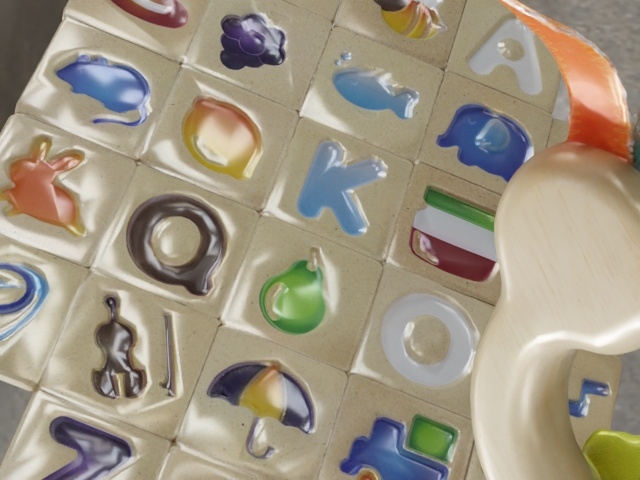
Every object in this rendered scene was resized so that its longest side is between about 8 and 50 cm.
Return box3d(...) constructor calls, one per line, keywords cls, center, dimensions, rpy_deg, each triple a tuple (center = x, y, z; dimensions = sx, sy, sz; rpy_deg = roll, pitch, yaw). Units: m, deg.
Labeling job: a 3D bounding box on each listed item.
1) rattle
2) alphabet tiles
box3d(cls="rattle", center=(0.117, 0.009, 0.416), dimensions=(0.130, 0.143, 0.199), rpy_deg=(-1, 107, 61))
box3d(cls="alphabet tiles", center=(0.000, 0.000, 0.627), dimensions=(0.011, 0.285, 0.342), rpy_deg=(118, 173, -57))
